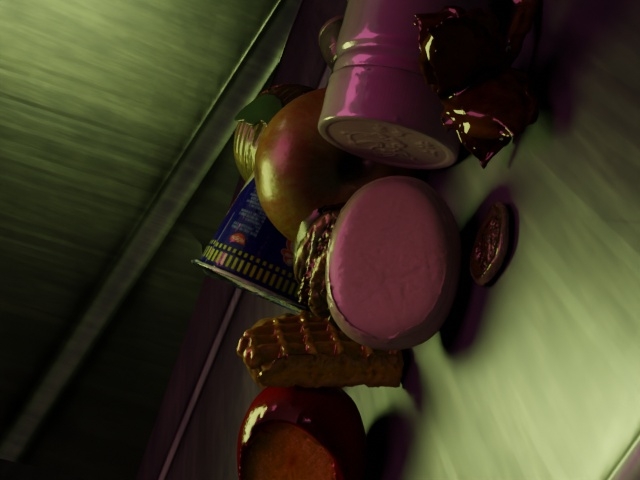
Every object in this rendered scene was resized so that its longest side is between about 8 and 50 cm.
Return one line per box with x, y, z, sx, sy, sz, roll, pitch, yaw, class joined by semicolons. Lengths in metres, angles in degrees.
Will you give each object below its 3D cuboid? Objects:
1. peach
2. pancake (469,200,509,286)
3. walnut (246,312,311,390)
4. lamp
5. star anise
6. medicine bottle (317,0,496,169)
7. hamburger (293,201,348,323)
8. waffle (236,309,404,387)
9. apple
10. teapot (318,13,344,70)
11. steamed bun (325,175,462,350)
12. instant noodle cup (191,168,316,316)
-0.026;0.309;1.521;0.196;0.190;0.226;133;150;-52;peach
0.204;0.005;1.309;0.108;0.017;0.108;-166;90;-81;pancake
-0.051;0.199;1.866;0.149;0.166;0.166;-78;10;-63;walnut
-0.042;-0.189;2.206;0.284;0.250;0.250;23;98;37;lamp
0.196;-0.243;1.360;0.237;0.148;0.346;55;-147;-46;star anise
0.132;-0.286;1.564;0.212;0.212;0.325;149;135;-73;medicine bottle
0.048;0.016;1.593;0.130;0.206;0.183;40;127;30;hamburger
-0.007;0.148;1.580;0.219;0.229;0.057;-108;21;-74;waffle
0.017;-0.110;1.740;0.264;0.264;0.264;-163;90;-78;apple
0.052;-0.385;2.299;0.148;0.116;0.146;123;150;-42;teapot
0.099;0.032;1.420;0.131;0.177;0.228;40;-129;-69;steamed bun
-0.042;-0.041;1.957;0.312;0.284;0.284;-66;11;-6;instant noodle cup
